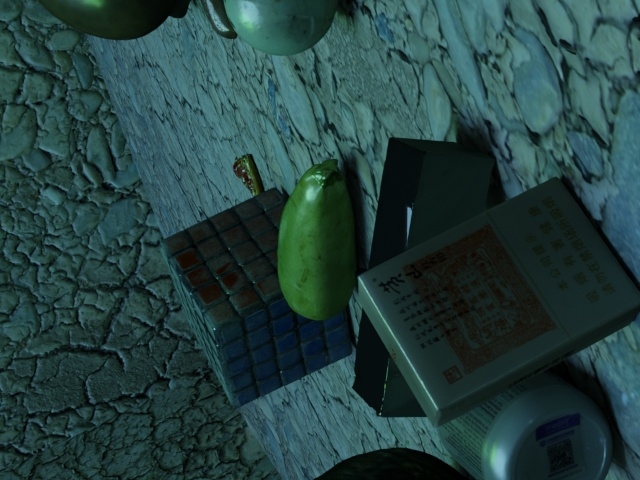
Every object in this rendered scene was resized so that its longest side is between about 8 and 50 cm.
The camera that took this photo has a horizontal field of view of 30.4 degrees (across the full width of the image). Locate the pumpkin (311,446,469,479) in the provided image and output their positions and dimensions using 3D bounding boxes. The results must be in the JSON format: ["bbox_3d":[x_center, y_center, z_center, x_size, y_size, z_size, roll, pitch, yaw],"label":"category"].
[{"bbox_3d":[0.076,0.499,1.605,0.344,0.454,0.454,25,143,37],"label":"pumpkin"}]

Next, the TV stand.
[{"bbox_3d":[0.098,0.038,1.183,0.088,0.082,0.269,-146,61,-64],"label":"TV stand"}]

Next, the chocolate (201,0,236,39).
[{"bbox_3d":[-0.165,-0.358,1.851,0.101,0.031,0.064,64,171,-1],"label":"chocolate"}]

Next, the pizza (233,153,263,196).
[{"bbox_3d":[-0.131,-0.109,2.170,0.099,0.029,0.100,66,167,-8],"label":"pizza"}]

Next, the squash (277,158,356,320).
[{"bbox_3d":[-0.007,-0.003,1.696,0.118,0.118,0.370,57,164,30],"label":"squash"}]

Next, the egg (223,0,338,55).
[{"bbox_3d":[-0.045,-0.289,1.319,0.131,0.131,0.164,-167,69,-73],"label":"egg"}]

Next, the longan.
[{"bbox_3d":[-0.347,-0.457,1.950,0.243,0.300,0.300,-59,44,23],"label":"longan"}]

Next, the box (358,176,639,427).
[{"bbox_3d":[0.150,0.050,0.998,0.141,0.201,0.058,61,170,22],"label":"box"}]

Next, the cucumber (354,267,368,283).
[{"bbox_3d":[0.083,0.074,1.664,0.133,0.032,0.032,45,157,54],"label":"cucumber"}]

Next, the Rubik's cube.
[{"bbox_3d":[-0.106,0.097,1.993,0.238,0.237,0.237,54,162,41],"label":"Rubik's cube"}]

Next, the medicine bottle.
[{"bbox_3d":[0.192,0.184,1.220,0.215,0.135,0.135,36,148,64],"label":"medicine bottle"}]
